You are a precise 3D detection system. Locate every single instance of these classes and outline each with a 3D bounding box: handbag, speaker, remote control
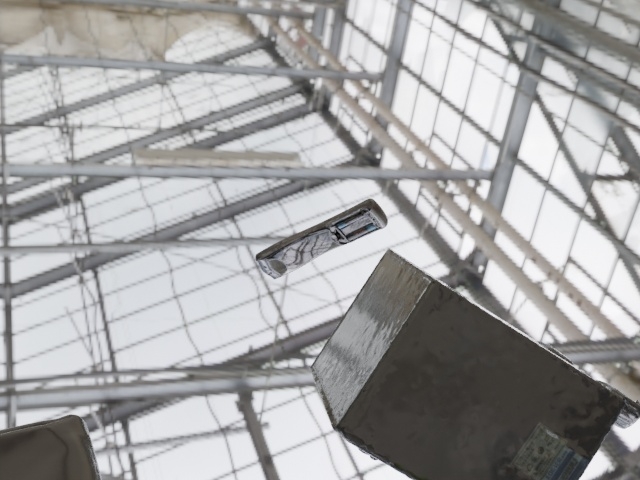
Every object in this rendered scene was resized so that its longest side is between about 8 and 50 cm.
[{"bbox_3d":[-0.433,0.374,1.225,0.257,0.113,0.285,2,-152,-25],"label":"handbag"},{"bbox_3d":[0.143,0.156,0.889,0.254,0.184,0.232,32,-178,-9],"label":"speaker"},{"bbox_3d":[0.000,0.000,1.293,0.212,0.059,0.028,-27,-139,20],"label":"remote control"}]
